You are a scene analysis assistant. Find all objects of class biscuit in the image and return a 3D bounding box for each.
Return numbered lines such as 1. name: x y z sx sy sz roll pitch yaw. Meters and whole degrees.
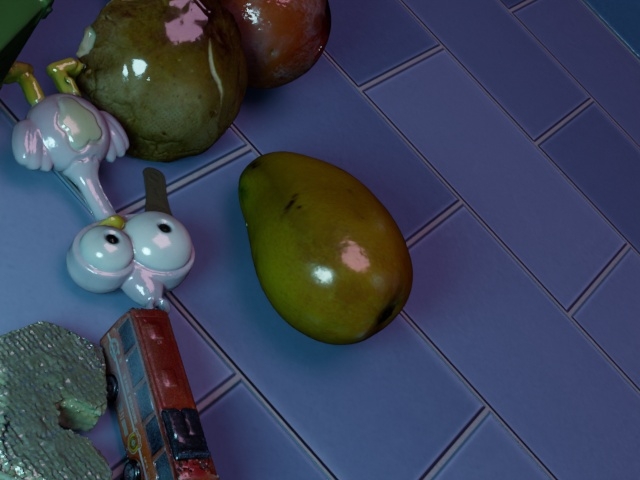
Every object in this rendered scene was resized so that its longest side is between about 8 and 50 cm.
1. biscuit: -0.276 0.171 1.270 0.147 0.046 0.250 29 27 -30

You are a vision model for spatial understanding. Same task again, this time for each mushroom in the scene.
1. mushroom: -0.199 -0.247 1.716 0.208 0.233 0.302 -4 25 9

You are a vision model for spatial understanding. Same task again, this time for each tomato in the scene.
1. tomato: -0.077 -0.326 1.855 0.184 0.208 0.208 2 51 -22

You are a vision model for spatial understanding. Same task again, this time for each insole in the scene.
1. insole: -0.206 -0.043 1.624 0.045 0.002 0.135 16 44 -33

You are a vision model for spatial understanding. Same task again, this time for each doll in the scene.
1. doll: -0.266 -0.058 1.507 0.160 0.094 0.365 -11 62 -45

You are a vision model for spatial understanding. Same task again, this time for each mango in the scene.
1. mango: 0.000 0.000 1.645 0.211 0.173 0.317 4 39 -33

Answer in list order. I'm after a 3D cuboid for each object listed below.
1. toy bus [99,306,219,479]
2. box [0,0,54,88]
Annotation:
1. toy bus: -0.174 0.188 1.348 0.073 0.096 0.235 5 49 -37
2. box: -0.431 -0.188 1.337 0.177 0.253 0.329 33 39 -10
